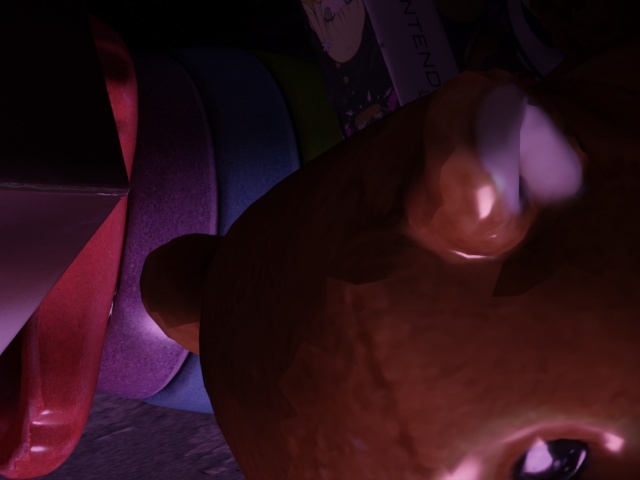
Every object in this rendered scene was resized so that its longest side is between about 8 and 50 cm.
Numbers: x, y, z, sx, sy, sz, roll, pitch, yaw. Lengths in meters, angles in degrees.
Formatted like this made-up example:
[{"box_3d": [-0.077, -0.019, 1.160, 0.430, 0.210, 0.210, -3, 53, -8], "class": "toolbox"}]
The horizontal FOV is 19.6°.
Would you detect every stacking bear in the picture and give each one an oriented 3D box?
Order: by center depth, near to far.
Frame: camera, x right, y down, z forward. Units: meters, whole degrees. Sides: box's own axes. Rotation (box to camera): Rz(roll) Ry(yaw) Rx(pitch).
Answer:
[{"box_3d": [0.000, 0.000, 0.783, 0.289, 0.175, 0.164, 4, -167, -27], "class": "stacking bear"}]

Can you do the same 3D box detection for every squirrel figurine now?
[{"box_3d": [0.129, -0.040, 0.569, 0.370, 0.397, 0.281, -6, 174, -26], "class": "squirrel figurine"}]

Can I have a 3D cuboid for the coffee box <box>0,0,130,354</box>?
[{"box_3d": [-0.212, 0.007, 0.675, 0.168, 0.119, 0.297, 3, 148, -32], "class": "coffee box"}]

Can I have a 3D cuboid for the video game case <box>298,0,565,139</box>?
[{"box_3d": [0.109, -0.047, 0.752, 0.232, 0.210, 0.042, -3, 158, -38], "class": "video game case"}]
